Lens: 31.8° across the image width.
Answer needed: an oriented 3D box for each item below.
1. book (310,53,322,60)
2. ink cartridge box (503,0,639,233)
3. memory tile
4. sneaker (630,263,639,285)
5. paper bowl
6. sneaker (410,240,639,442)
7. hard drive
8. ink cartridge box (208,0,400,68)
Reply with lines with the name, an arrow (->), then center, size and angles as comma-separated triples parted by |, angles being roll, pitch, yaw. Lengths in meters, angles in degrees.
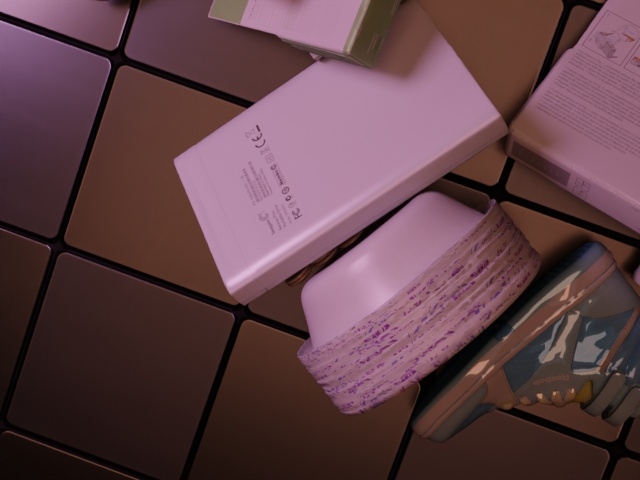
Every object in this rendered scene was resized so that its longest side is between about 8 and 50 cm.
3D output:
book -> 0.024, -0.294, 1.326 | 0.144, 0.035, 0.096 | -37, 87, 11
ink cartridge box -> 0.405, -0.133, 1.283 | 0.296, 0.066, 0.261 | 34, 72, 16
memory tile -> 0.000, 0.000, 1.330 | 0.113, 0.148, 0.012 | -40, 105, 7
sneaker -> 0.534, 0.049, 1.309 | 0.292, 0.108, 0.169 | 30, 100, 1
paper bowl -> 0.093, 0.053, 1.258 | 0.284, 0.284, 0.148 | -38, 90, 8
sneaker -> 0.277, 0.177, 1.337 | 0.319, 0.127, 0.208 | -43, 90, 9
hard drive -> 0.013, -0.108, 1.299 | 0.353, 0.047, 0.233 | -34, 50, 8
ink cartridge box -> -0.008, -0.305, 1.290 | 0.235, 0.056, 0.171 | 22, 92, 41
